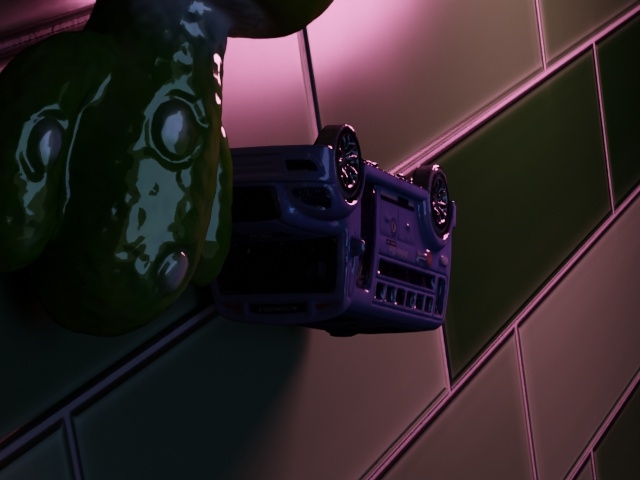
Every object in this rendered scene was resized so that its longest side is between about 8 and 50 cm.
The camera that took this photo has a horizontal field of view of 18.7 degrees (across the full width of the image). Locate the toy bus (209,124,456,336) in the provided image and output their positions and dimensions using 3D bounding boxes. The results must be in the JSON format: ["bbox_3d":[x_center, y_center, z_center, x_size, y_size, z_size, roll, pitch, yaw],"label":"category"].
[{"bbox_3d":[0.000,0.000,1.391,0.292,0.125,0.133,18,71,-67],"label":"toy bus"}]

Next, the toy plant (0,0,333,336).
[{"bbox_3d":[-0.102,-0.097,1.156,0.224,0.184,0.316,38,69,-55],"label":"toy plant"}]
